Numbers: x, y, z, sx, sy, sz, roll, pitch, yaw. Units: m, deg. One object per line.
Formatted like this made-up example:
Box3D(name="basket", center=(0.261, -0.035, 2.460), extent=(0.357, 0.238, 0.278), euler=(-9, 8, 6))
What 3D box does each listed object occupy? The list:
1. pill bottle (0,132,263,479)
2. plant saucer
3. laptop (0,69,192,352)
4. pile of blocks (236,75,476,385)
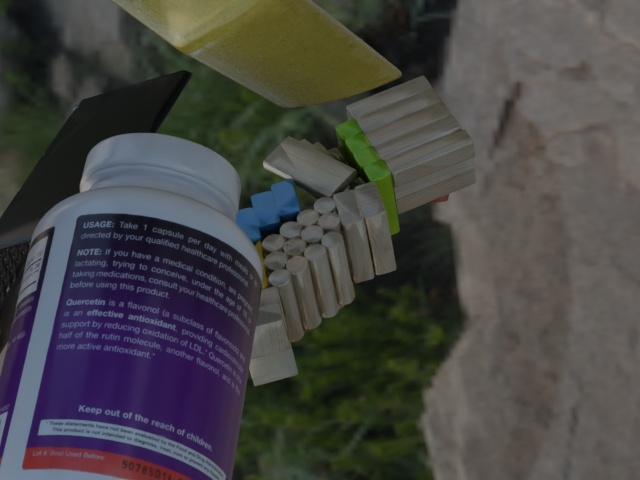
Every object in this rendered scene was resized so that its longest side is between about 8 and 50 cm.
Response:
Box3D(name="pill bottle", center=(-0.142, 0.089, 1.404), extent=(0.181, 0.181, 0.323), euler=(-22, 49, 43))
Box3D(name="plant saucer", center=(-0.126, -0.209, 1.381), extent=(0.332, 0.333, 0.081), euler=(37, 95, 17))
Box3D(name="laptop", center=(-0.233, -0.023, 1.892), extent=(0.136, 0.234, 0.264), euler=(18, 138, 12))
Box3D(name="pile of blocks", center=(0.000, 0.000, 1.750), extent=(0.149, 0.362, 0.113), euler=(31, 151, 32))
